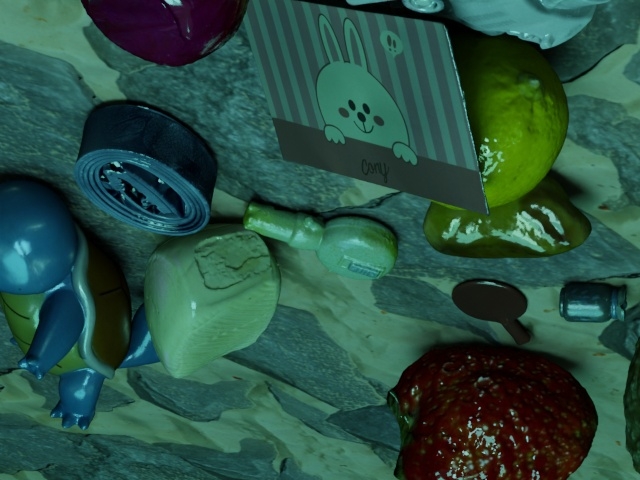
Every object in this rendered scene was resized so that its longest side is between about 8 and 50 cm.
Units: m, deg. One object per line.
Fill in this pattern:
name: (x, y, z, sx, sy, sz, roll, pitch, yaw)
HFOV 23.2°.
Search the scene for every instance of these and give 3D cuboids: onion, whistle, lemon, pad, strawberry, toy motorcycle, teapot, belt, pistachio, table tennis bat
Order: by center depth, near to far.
toy motorcycle: (0.146, -0.233, 1.422, 0.260, 0.110, 0.171, 7, 163, 19)
onion: (-0.121, -0.254, 1.457, 0.218, 0.140, 0.195, -9, 139, 27)
pad: (0.035, -0.137, 1.509, 0.299, 0.005, 0.202, 19, 134, 46)
lemon: (0.154, -0.121, 1.537, 0.178, 0.178, 0.203, 22, 154, -19)
pistachio: (0.211, -0.029, 1.771, 0.189, 0.100, 0.110, -1, 172, 5)
belt: (-0.201, -0.081, 1.835, 0.141, 0.082, 0.190, -13, 142, 33)
whistle: (0.000, 0.000, 1.932, 0.198, 0.057, 0.104, 16, 151, -10)
teapot: (0.344, 0.083, 1.966, 0.083, 0.049, 0.063, 3, 150, 15)
table tennis bat: (0.235, 0.094, 2.059, 0.098, 0.019, 0.155, -10, 142, 33)
strawberry: (0.241, 0.265, 2.135, 0.276, 0.257, 0.257, -11, 145, 18)

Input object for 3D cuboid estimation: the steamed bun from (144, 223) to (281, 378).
steamed bun: (-0.151, 0.062, 2.007, 0.170, 0.153, 0.239, -22, 161, -23)

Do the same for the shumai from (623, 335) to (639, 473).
shumai: (0.539, 0.187, 1.857, 0.263, 0.304, 0.309, 12, 155, -24)

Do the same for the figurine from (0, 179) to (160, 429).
figurine: (-0.338, 0.098, 2.072, 0.243, 0.298, 0.416, -37, 137, 11)
